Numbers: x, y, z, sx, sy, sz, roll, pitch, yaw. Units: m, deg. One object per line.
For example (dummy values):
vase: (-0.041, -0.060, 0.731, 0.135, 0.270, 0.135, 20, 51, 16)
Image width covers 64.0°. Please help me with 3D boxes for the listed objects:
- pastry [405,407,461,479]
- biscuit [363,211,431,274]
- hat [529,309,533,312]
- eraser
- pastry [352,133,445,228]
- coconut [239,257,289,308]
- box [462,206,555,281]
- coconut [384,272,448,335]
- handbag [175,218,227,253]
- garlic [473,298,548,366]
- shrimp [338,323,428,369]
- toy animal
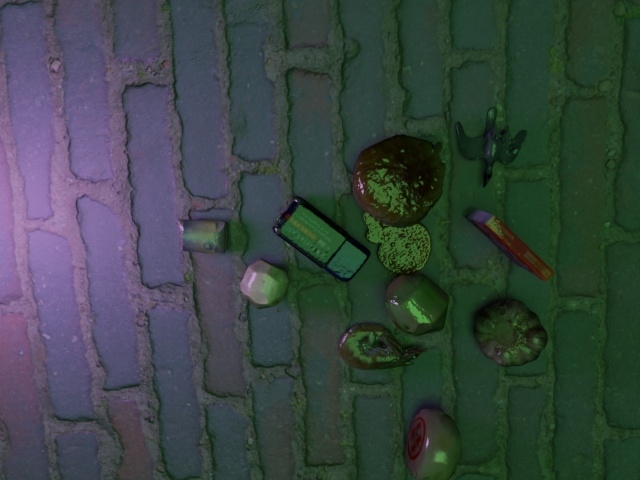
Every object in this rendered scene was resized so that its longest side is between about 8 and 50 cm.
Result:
pastry: (0.392, 0.729, 1.812, 0.133, 0.265, 0.265, 15, 99, -5)
biscuit: (0.265, -0.011, 1.792, 0.202, 0.044, 0.289, -43, 95, 4)
hat: (0.733, 0.262, 1.845, 0.087, 0.042, 0.058, 34, 118, 27)
eraser: (0.000, 0.000, 1.762, 0.332, 0.101, 0.155, 37, 98, -5)
pastry: (0.264, -0.195, 1.696, 0.329, 0.136, 0.330, 0, 86, -6)
coconut: (-0.194, 0.156, 1.759, 0.161, 0.161, 0.162, 26, 89, -4)
box: (0.610, 0.004, 1.687, 0.273, 0.265, 0.048, 41, 98, -5)
coconut: (0.332, 0.226, 1.749, 0.236, 0.236, 0.204, 46, 61, -7)
handbag: (-0.411, -0.016, 1.766, 0.173, 0.095, 0.117, 3, 93, -9)
garlic: (0.666, 0.323, 1.794, 0.245, 0.160, 0.245, -3, 84, 32)
shrimp: (0.224, 0.380, 1.839, 0.317, 0.077, 0.168, -4, 96, 3)
toy animal: (0.569, -0.321, 1.732, 0.239, 0.176, 0.255, 11, 64, -5)
